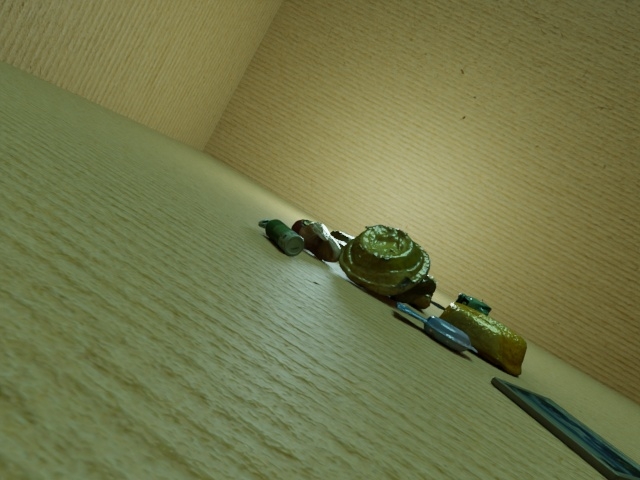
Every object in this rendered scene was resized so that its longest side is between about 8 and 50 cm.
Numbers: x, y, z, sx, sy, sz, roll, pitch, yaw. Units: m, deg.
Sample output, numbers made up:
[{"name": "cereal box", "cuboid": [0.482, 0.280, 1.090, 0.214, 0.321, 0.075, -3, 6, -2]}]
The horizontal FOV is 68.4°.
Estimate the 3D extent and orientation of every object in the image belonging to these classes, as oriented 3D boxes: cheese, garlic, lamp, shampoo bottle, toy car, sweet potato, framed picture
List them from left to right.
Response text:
[{"name": "shampoo bottle", "cuboid": [-0.115, -0.018, 1.335, 0.065, 0.065, 0.204, 27, 6, -33]}, {"name": "lamp", "cuboid": [-0.054, -0.031, 1.656, 0.101, 0.090, 0.101, 12, 39, -10]}, {"name": "garlic", "cuboid": [-0.001, 0.006, 1.548, 0.174, 0.099, 0.124, 52, 23, 20]}, {"name": "sweet potato", "cuboid": [0.234, 0.102, 1.622, 0.157, 0.158, 0.369, 25, 7, -42]}, {"name": "cheese", "cuboid": [0.314, 0.237, 1.278, 0.244, 0.052, 0.135, 29, 2, 8]}, {"name": "toy car", "cuboid": [0.559, 0.280, 1.763, 0.097, 0.141, 0.320, 40, 10, 33]}, {"name": "framed picture", "cuboid": [0.545, 0.412, 1.007, 0.232, 0.024, 0.315, 26, 5, -29]}]

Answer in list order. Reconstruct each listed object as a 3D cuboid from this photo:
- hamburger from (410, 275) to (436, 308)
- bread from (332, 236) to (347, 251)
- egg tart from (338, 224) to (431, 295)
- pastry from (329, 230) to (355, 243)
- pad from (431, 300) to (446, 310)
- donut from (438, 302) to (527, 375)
[{"name": "hamburger", "cuboid": [0.352, 0.182, 1.767, 0.130, 0.124, 0.262, 11, 1, -1]}, {"name": "bread", "cuboid": [0.096, 0.044, 1.871, 0.140, 0.069, 0.128, 21, 8, -40]}, {"name": "egg tart", "cuboid": [0.202, 0.045, 1.466, 0.290, 0.115, 0.290, 1, 38, -1]}, {"name": "pastry", "cuboid": [0.121, 0.024, 2.075, 0.192, 0.093, 0.182, 29, 4, 40]}, {"name": "pad", "cuboid": [0.566, 0.312, 2.262, 0.190, 0.004, 0.127, 25, 7, -42]}, {"name": "donut", "cuboid": [0.517, 0.300, 1.497, 0.302, 0.110, 0.303, 28, 5, -3]}]
